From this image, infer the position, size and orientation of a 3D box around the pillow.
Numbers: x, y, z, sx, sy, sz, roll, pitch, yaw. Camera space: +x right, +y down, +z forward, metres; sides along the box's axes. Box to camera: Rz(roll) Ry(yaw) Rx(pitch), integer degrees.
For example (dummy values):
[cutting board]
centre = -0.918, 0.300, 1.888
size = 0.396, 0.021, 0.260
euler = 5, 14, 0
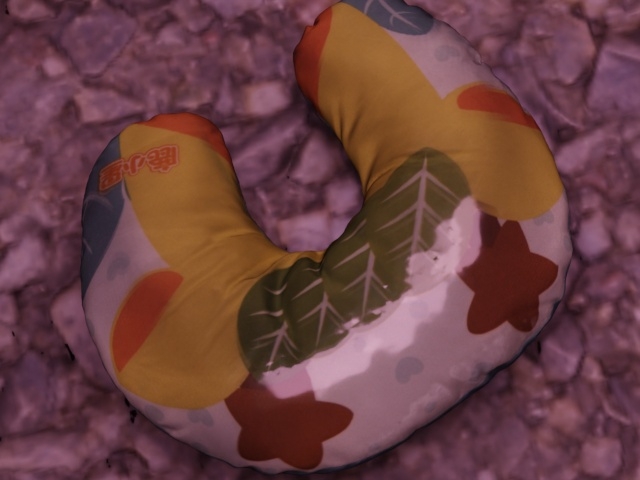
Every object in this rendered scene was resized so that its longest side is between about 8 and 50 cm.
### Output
[pillow]
centre = 0.000, 0.000, 0.920
size = 0.233, 0.086, 0.214
euler = -31, 63, -4
